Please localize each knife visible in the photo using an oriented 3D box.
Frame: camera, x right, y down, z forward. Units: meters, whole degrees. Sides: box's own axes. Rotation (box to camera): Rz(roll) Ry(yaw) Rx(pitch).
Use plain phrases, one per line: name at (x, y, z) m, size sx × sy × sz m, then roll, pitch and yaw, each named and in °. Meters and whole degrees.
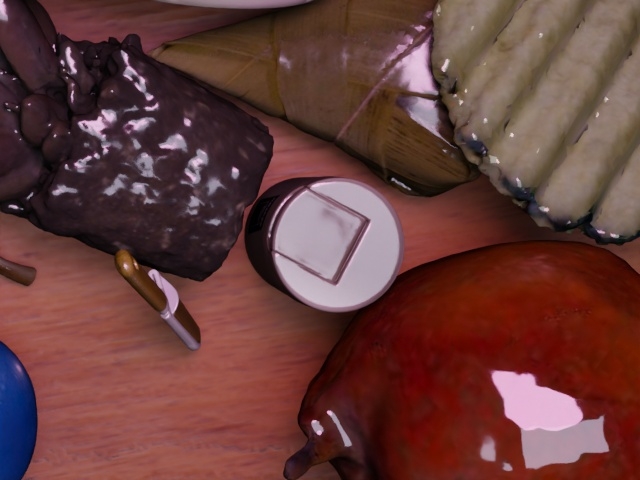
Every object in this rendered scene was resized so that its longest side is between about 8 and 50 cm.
knife at (-0.126, 0.046, 1.416) m, size 0.022 × 0.256 × 0.046 m, roll -24°, pitch 70°, yaw 2°

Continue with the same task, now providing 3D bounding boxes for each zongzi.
zongzi at (0.041, -0.212, 1.491) m, size 0.300 × 0.145 × 0.274 m, roll 24°, pitch 80°, yaw -2°

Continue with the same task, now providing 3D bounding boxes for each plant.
plant at (-0.210, -0.094, 1.429) m, size 0.320 × 0.194 × 0.181 m, roll 27°, pitch 87°, yaw -18°

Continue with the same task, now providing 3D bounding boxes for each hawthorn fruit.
hawthorn fruit at (0.157, 0.145, 1.454) m, size 0.324 × 0.308 × 0.308 m, roll -6°, pitch 94°, yaw 14°

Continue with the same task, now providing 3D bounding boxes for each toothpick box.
toothpick box at (0.000, 0.000, 1.464) m, size 0.111 × 0.180 × 0.111 m, roll 0°, pitch 93°, yaw -10°

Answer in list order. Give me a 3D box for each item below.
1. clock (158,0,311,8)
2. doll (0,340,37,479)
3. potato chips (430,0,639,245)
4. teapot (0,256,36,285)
clock at (-0.099, -0.263, 1.400) m, size 0.324 × 0.265 × 0.109 m, roll 1°, pitch 111°, yaw -15°
doll at (-0.360, 0.148, 1.435) m, size 0.257 × 0.161 × 0.215 m, roll 6°, pitch 105°, yaw 6°
potato chips at (0.276, -0.175, 1.484) m, size 0.358 × 0.070 × 0.429 m, roll 46°, pitch 64°, yaw -22°
teapot at (-0.299, 0.015, 1.483) m, size 0.110 × 0.085 × 0.080 m, roll 9°, pitch 66°, yaw -38°
